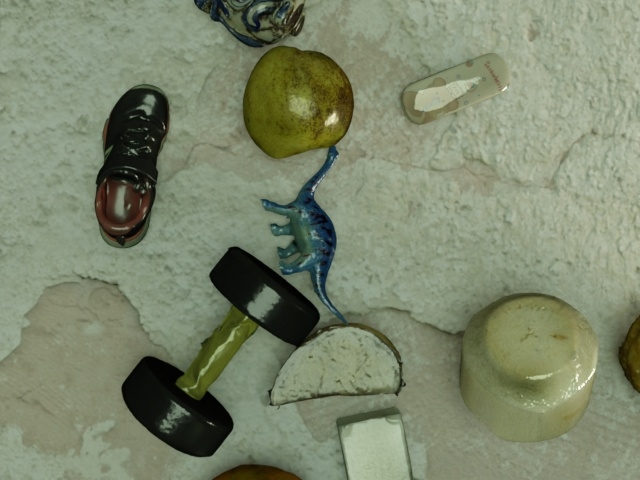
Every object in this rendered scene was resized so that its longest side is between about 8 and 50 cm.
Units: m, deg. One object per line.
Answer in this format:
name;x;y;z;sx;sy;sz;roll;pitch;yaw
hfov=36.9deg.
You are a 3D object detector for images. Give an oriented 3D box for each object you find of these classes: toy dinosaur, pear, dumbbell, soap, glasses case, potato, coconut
toy dinosaur;-0.031;-0.009;1.709;0.144;0.076;0.329;-3;77;1
pear;-0.041;-0.241;1.641;0.197;0.197;0.197;0;94;-4
dumbbell;-0.171;0.191;1.650;0.203;0.204;0.322;38;91;-6
soap;0.104;0.408;1.753;0.121;0.064;0.183;-10;94;-3
glasses case;0.243;-0.272;1.725;0.204;0.051;0.081;-23;94;-2
potato;0.024;0.216;1.718;0.243;0.098;0.138;-6;92;0
coconut;0.361;0.230;1.676;0.237;0.266;0.238;-2;58;3

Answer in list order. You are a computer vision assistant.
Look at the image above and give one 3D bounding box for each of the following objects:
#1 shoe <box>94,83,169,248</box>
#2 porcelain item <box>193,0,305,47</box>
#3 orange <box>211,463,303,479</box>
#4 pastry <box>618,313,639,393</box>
shoe;-0.333;-0.129;1.650;0.114;0.137;0.291;9;92;-5
porcelain item;-0.082;-0.479;1.661;0.186;0.138;0.288;31;96;12
orange;-0.113;0.502;1.669;0.240;0.171;0.240;-4;63;9
pastry;0.660;0.213;1.720;0.240;0.132;0.235;11;109;17
